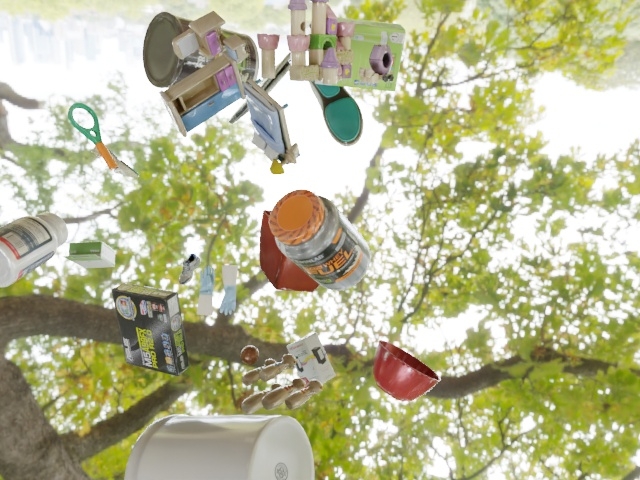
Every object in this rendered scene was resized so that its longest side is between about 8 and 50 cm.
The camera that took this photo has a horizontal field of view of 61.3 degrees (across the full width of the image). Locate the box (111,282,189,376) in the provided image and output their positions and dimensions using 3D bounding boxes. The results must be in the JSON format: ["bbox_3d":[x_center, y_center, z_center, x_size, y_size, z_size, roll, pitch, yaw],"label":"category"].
[{"bbox_3d":[-0.530,0.278,1.690,0.216,0.270,0.060,7,-158,23],"label":"box"}]

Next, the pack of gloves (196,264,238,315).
[{"bbox_3d":[-0.466,0.229,2.484,0.194,0.232,0.046,0,172,19],"label":"pack of gloves"}]

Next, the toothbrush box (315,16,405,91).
[{"bbox_3d":[0.128,-0.636,1.838,0.282,0.206,0.122,4,-150,-4],"label":"toothbrush box"}]

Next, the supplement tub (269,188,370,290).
[{"bbox_3d":[0.000,0.000,1.506,0.193,0.194,0.316,18,164,36],"label":"supplement tub"}]

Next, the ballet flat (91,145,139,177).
[{"bbox_3d":[-0.684,-0.253,1.797,0.168,0.052,0.057,41,166,-12],"label":"ballet flat"}]

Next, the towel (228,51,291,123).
[{"bbox_3d":[-0.246,-0.659,2.351,0.312,0.056,0.324,-20,-146,56],"label":"towel"}]

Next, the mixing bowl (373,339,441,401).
[{"bbox_3d":[0.202,0.342,1.368,0.181,0.098,0.181,30,-177,-2],"label":"mixing bowl"}]

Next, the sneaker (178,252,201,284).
[{"bbox_3d":[-0.506,0.104,2.047,0.052,0.058,0.135,6,-127,19],"label":"sneaker"}]

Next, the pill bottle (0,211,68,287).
[{"bbox_3d":[-0.614,0.010,1.117,0.107,0.108,0.180,7,-155,12],"label":"pill bottle"}]

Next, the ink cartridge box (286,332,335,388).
[{"bbox_3d":[-0.038,0.445,2.003,0.072,0.175,0.127,-19,171,-40],"label":"ink cartridge box"}]

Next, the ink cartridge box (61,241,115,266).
[{"bbox_3d":[-0.788,0.044,1.846,0.108,0.062,0.209,-2,167,-4],"label":"ink cartridge box"}]

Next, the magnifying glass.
[{"bbox_3d":[-0.717,-0.331,1.716,0.026,0.231,0.092,-22,-169,35],"label":"magnifying glass"}]

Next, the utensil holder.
[{"bbox_3d":[-0.252,0.617,1.413,0.385,0.328,0.327,-13,-169,27],"label":"utensil holder"}]

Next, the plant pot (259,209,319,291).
[{"bbox_3d":[-0.097,0.055,2.115,0.267,0.236,0.267,7,-157,-32],"label":"plant pot"}]

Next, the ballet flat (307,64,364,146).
[{"bbox_3d":[0.057,-0.478,1.947,0.139,0.139,0.401,-8,-119,-30],"label":"ballet flat"}]

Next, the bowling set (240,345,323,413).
[{"bbox_3d":[-0.128,0.379,1.563,0.286,0.200,0.154,-19,180,45],"label":"bowling set"}]

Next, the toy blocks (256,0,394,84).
[{"bbox_3d":[0.019,-0.586,1.516,0.308,0.260,0.288,17,-155,35],"label":"toy blocks"}]

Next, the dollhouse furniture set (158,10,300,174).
[{"bbox_3d":[-0.211,-0.301,1.263,0.198,0.286,0.303,-38,-113,-14],"label":"dollhouse furniture set"}]

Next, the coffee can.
[{"bbox_3d":[-0.347,-0.531,1.581,0.201,0.202,0.275,20,-163,40],"label":"coffee can"}]
